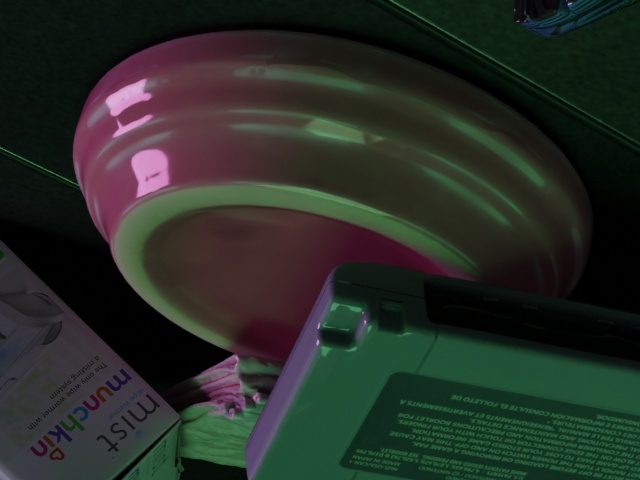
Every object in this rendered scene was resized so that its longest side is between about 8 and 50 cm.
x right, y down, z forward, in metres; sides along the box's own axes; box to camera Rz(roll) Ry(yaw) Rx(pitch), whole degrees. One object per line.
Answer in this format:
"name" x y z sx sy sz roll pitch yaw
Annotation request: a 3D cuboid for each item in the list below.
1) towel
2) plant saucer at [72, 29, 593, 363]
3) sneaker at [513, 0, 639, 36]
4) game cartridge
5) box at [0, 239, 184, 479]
"towel" 0.050 0.160 1.162 0.332 0.053 0.317 14 165 -13
"plant saucer" 0.000 0.000 0.960 0.332 0.084 0.332 12 152 6
"sneaker" 0.165 -0.135 0.647 0.087 0.083 0.221 22 155 -30
"game cartridge" 0.114 0.114 0.936 0.297 0.062 0.198 12 139 -15
"box" -0.228 0.143 1.187 0.231 0.127 0.262 43 155 13
